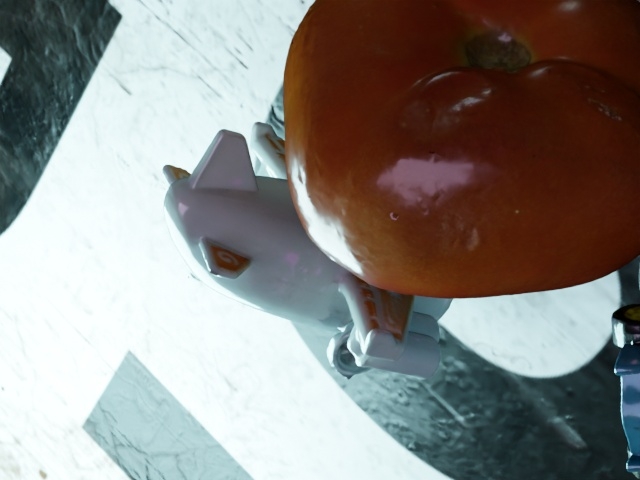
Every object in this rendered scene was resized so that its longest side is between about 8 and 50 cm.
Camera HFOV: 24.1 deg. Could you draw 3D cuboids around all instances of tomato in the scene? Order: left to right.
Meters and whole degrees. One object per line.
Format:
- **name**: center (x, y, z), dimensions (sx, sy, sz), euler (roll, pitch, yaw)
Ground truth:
- **tomato**: center (0.100, -0.070, 0.927), dimensions (0.260, 0.260, 0.180), euler (34, 147, 20)

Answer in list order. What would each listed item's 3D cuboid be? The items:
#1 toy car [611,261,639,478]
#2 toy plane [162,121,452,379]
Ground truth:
- **toy car**: center (0.240, 0.077, 0.928), dimensions (0.098, 0.161, 0.126), euler (-4, 104, 25)
- **toy plane**: center (0.000, 0.000, 1.029), dimensions (0.244, 0.244, 0.117), euler (39, 114, 17)
